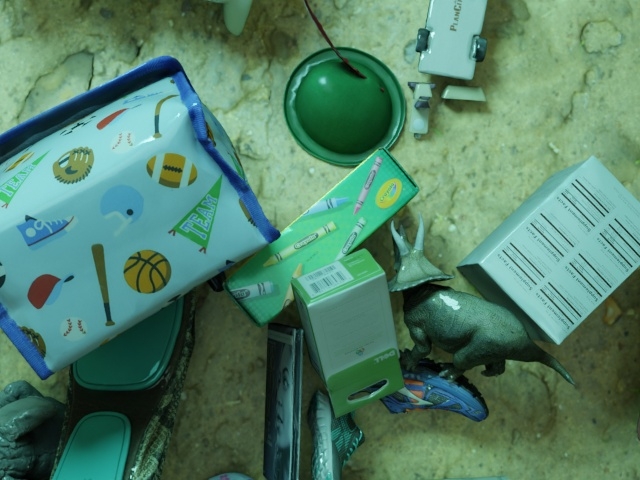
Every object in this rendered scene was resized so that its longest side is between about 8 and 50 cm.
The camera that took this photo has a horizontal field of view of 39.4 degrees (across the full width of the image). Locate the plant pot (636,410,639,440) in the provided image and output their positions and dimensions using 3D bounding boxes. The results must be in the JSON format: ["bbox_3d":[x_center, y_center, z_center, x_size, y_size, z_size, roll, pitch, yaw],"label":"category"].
[{"bbox_3d":[0.557,0.170,1.194,0.272,0.272,0.265,14,95,0],"label":"plant pot"}]

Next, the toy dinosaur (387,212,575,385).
[{"bbox_3d":[0.190,0.118,1.173,0.313,0.160,0.121,35,60,13],"label":"toy dinosaur"}]

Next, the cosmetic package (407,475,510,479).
[{"bbox_3d":[0.118,0.395,1.212,0.309,0.160,0.113,-3,88,-2],"label":"cosmetic package"}]

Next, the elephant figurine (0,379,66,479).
[{"bbox_3d":[-0.408,0.280,1.168,0.186,0.239,0.169,-38,88,-3],"label":"elephant figurine"}]

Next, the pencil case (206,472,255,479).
[{"bbox_3d":[-0.117,0.392,1.154,0.124,0.273,0.113,-17,95,-5],"label":"pencil case"}]

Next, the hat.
[{"bbox_3d":[0.025,-0.209,1.228,0.208,0.183,0.173,30,87,1],"label":"hat"}]

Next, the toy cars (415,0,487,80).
[{"bbox_3d":[0.142,-0.414,1.295,0.176,0.087,0.393,-30,91,3],"label":"toy cars"}]

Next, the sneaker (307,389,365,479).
[{"bbox_3d":[0.027,0.279,1.232,0.076,0.065,0.166,10,43,-13],"label":"sneaker"}]

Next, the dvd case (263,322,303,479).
[{"bbox_3d":[-0.053,0.226,1.215,0.018,0.164,0.221,3,87,-15],"label":"dvd case"}]

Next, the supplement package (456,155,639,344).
[{"bbox_3d":[0.320,0.017,1.216,0.203,0.194,0.149,-43,88,-2],"label":"supplement package"}]

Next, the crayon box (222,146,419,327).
[{"bbox_3d":[0.000,0.000,1.227,0.278,0.165,0.081,-41,88,-3],"label":"crayon box"}]

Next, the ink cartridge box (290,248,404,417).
[{"bbox_3d":[0.038,0.124,1.171,0.109,0.062,0.209,-23,128,-13],"label":"ink cartridge box"}]

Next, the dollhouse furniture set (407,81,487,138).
[{"bbox_3d":[0.184,-0.183,1.289,0.114,0.091,0.081,3,102,-4],"label":"dollhouse furniture set"}]

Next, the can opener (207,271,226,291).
[{"bbox_3d":[-0.141,0.024,1.215,0.059,0.186,0.073,-39,87,-10],"label":"can opener"}]

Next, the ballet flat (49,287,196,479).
[{"bbox_3d":[-0.255,0.232,1.187,0.164,0.182,0.482,1,60,13],"label":"ballet flat"}]

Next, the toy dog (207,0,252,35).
[{"bbox_3d":[-0.272,-0.446,1.144,0.408,0.395,0.284,7,96,-9],"label":"toy dog"}]

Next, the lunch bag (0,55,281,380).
[{"bbox_3d":[-0.265,-0.064,1.123,0.328,0.385,0.239,-29,112,-2],"label":"lunch bag"}]

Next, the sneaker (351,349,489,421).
[{"bbox_3d":[0.132,0.210,1.271,0.221,0.083,0.087,21,100,6],"label":"sneaker"}]
